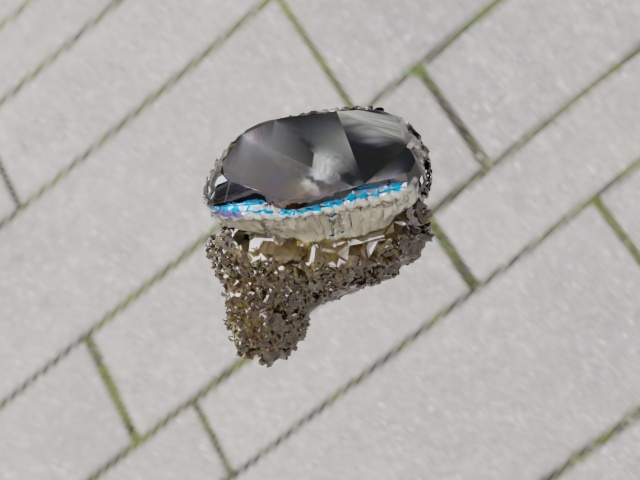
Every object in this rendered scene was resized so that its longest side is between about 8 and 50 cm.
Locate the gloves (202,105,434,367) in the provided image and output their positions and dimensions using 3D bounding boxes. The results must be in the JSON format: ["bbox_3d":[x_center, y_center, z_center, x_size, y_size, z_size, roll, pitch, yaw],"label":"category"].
[{"bbox_3d":[-0.006,-0.004,1.454,0.210,0.312,0.135,-30,75,-3],"label":"gloves"}]
